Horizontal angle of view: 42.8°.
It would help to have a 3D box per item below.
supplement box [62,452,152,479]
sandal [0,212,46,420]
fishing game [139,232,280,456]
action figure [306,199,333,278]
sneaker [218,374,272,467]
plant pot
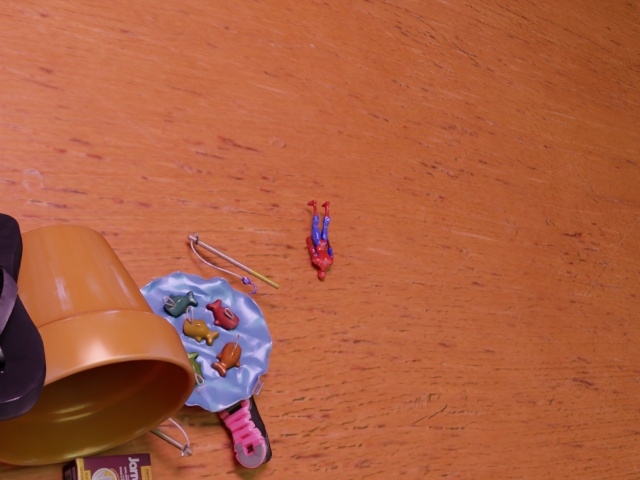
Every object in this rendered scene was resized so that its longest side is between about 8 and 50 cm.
[{"bbox_3d":[-0.222,0.256,0.855,0.083,0.043,0.055,5,62,-38],"label":"supplement box"},{"bbox_3d":[-0.298,0.052,0.702,0.097,0.055,0.254,-11,43,-20],"label":"sandal"},{"bbox_3d":[-0.143,0.115,0.972,0.189,0.041,0.264,33,51,-1],"label":"fishing game"},{"bbox_3d":[0.000,0.000,1.186,0.038,0.030,0.115,9,66,-29],"label":"action figure"},{"bbox_3d":[-0.088,0.219,0.991,0.057,0.047,0.119,36,32,-62],"label":"sneaker"},{"bbox_3d":[-0.253,0.094,0.827,0.205,0.205,0.188,0,52,-39],"label":"plant pot"}]
